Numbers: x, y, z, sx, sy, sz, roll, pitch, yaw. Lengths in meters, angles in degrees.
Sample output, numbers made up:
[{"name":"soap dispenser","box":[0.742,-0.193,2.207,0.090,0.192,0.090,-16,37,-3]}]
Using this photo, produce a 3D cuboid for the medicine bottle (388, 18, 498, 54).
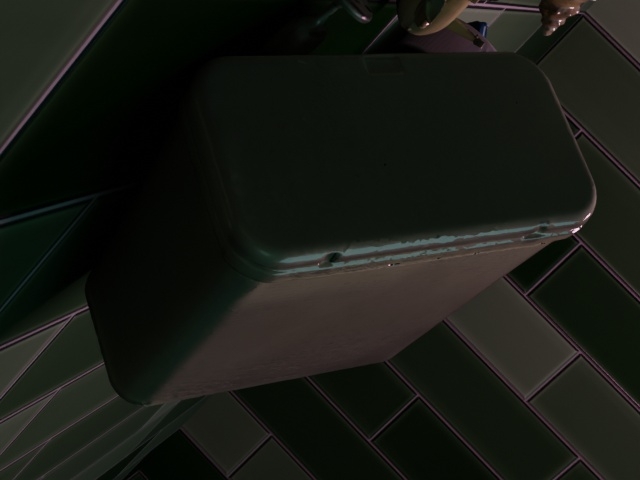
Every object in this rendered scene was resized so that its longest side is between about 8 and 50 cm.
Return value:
[{"name":"medicine bottle","box":[0.083,-0.124,1.371,0.273,0.165,0.165,-44,175,-16]}]

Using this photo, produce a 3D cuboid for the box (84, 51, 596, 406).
[{"name":"box","box":[0.000,0.000,1.056,0.352,0.177,0.344,-7,156,-32]}]

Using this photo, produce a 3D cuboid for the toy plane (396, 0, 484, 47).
[{"name":"toy plane","box":[0.138,-0.264,1.107,0.242,0.104,0.256,-59,176,-29]}]

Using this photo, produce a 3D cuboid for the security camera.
[{"name":"security camera","box":[-0.009,-0.176,0.957,0.092,0.058,0.058,-33,180,24]}]

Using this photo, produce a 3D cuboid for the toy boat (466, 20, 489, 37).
[{"name":"toy boat","box":[0.121,-0.189,1.542,0.299,0.096,0.062,-46,166,-8]}]

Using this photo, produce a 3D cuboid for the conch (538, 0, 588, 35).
[{"name":"conch","box":[0.316,-0.379,1.539,0.137,0.114,0.233,-53,146,-39]}]
